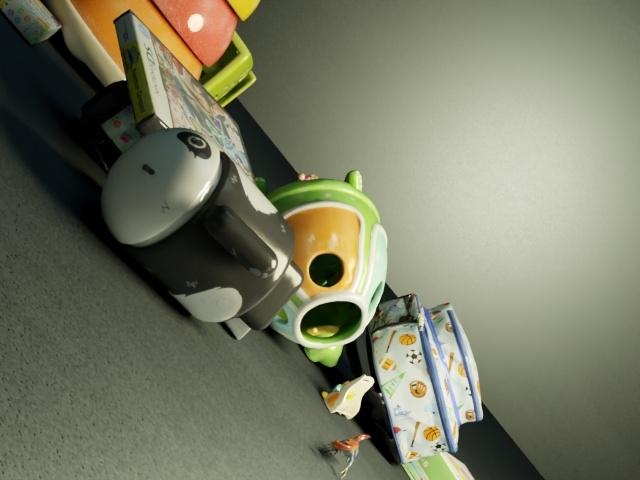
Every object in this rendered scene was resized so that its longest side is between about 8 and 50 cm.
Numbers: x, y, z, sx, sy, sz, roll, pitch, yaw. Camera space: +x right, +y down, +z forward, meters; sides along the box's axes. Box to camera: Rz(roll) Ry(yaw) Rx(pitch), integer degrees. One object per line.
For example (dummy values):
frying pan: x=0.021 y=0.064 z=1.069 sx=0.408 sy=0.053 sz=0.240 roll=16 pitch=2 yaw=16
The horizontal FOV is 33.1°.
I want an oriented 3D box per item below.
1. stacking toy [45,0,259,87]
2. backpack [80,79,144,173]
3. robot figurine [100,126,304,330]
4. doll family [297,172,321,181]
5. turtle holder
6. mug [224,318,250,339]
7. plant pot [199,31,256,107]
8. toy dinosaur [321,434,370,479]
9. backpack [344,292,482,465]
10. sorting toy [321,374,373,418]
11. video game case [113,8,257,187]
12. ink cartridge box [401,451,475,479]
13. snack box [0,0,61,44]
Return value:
stacking toy: x=-0.212 y=-0.453 z=1.887 sx=0.351 sy=0.480 sz=0.350 roll=54 pitch=4 yaw=-6
backpack: x=-0.252 y=-0.137 z=1.530 sx=0.182 sy=0.115 sz=0.152 roll=53 pitch=3 yaw=-18
robot figurine: x=-0.141 y=-0.014 z=1.325 sx=0.278 sy=0.209 sz=0.174 roll=48 pitch=37 yaw=-31
doll family: x=0.000 y=0.000 z=1.944 sx=0.118 sy=0.163 sz=0.263 roll=-138 pitch=-154 yaw=-79
turtle holder: x=-0.020 y=0.061 z=1.709 sx=0.243 sy=0.320 sz=0.227 roll=8 pitch=46 yaw=-28
mug: x=-0.118 y=0.096 z=1.477 sx=0.064 sy=0.078 sz=0.062 roll=42 pitch=40 yaw=-4
plant pot: x=-0.274 y=-0.368 z=2.227 sx=0.228 sy=0.227 sz=0.207 roll=52 pitch=0 yaw=11
toy dinosaur: x=0.034 y=0.274 z=1.450 sx=0.047 sy=0.090 sz=0.082 roll=37 pitch=-27 yaw=7
backpack: x=0.167 y=0.246 z=1.841 sx=0.263 sy=0.213 sz=0.277 roll=-81 pitch=151 yaw=-62
sorting toy: x=0.048 y=0.238 z=1.694 sx=0.045 sy=0.075 sz=0.083 roll=54 pitch=7 yaw=25
video game case: x=-0.178 y=-0.161 z=1.504 sx=0.275 sy=0.035 sz=0.248 roll=45 pitch=18 yaw=-44
ink cartridge box: x=0.223 y=0.430 z=1.902 sx=0.209 sy=0.062 sz=0.109 roll=42 pitch=12 yaw=-52
snack box: x=-0.457 y=-0.357 z=1.668 sx=0.100 sy=0.037 sz=0.141 roll=49 pitch=6 yaw=-13
